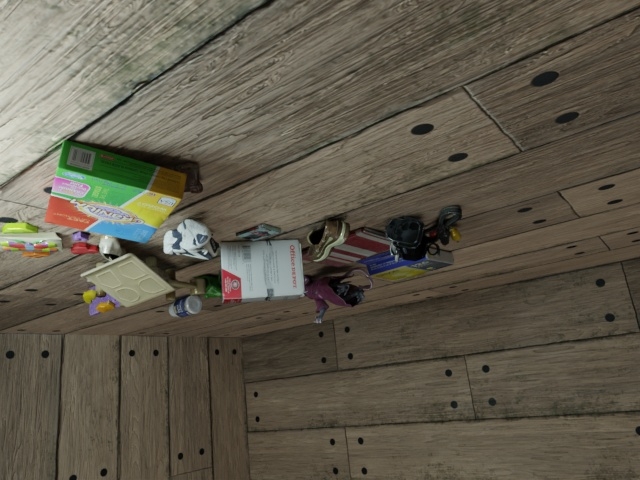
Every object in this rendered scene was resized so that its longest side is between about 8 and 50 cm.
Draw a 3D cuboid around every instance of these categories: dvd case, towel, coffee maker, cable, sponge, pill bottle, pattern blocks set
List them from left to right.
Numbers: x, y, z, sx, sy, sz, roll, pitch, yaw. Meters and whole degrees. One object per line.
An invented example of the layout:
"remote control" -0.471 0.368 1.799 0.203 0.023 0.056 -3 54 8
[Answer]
"pattern blocks set" -0.845 0.008 1.445 0.325 0.026 0.285 -3 163 -11
"sponge" -0.879 0.229 2.018 0.210 0.117 0.031 -19 161 38
"pill bottle" -0.679 0.333 2.481 0.170 0.094 0.094 -19 159 36
"dvd case" -0.199 -0.025 1.597 0.120 0.013 0.087 -17 160 31
"towel" 0.106 0.027 1.853 0.329 0.037 0.237 -23 155 39
"coffee maker" 0.311 -0.006 1.671 0.171 0.120 0.178 -10 162 9
"cable" 0.414 -0.057 1.699 0.140 0.072 0.287 7 154 15

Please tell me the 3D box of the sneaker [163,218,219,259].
"sneaker" -0.352 0.000 1.489 0.153 0.093 0.235 7 159 -42

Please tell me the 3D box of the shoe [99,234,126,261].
"shoe" -0.658 0.040 1.565 0.077 0.058 0.219 -2 163 -14

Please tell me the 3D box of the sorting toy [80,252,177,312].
"sorting toy" -0.662 0.146 1.636 0.308 0.041 0.229 -21 136 20

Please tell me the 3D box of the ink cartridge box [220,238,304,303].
"ink cartridge box" -0.204 0.107 1.718 0.273 0.196 0.114 -2 164 -13

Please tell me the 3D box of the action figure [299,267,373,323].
"action figure" 0.009 0.213 2.300 0.370 0.248 0.275 -6 -148 47

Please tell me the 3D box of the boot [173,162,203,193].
"boot" -0.323 -0.141 1.127 0.107 0.037 0.114 -7 162 -8

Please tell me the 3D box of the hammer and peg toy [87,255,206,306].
"hammer and peg toy" -0.618 0.143 1.811 0.362 0.127 0.266 -7 162 4

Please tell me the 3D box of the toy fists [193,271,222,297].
"toy fists" -0.403 0.189 2.101 0.279 0.096 0.142 -16 162 26

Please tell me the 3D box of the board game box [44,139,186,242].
"board game box" -0.469 -0.093 1.115 0.242 0.064 0.317 14 155 -28

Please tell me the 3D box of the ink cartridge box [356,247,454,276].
"ink cartridge box" 0.366 0.100 2.140 0.304 0.072 0.307 -20 160 40

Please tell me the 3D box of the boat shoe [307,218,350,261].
"boat shoe" 0.001 -0.007 1.627 0.095 0.095 0.257 15 151 -19
